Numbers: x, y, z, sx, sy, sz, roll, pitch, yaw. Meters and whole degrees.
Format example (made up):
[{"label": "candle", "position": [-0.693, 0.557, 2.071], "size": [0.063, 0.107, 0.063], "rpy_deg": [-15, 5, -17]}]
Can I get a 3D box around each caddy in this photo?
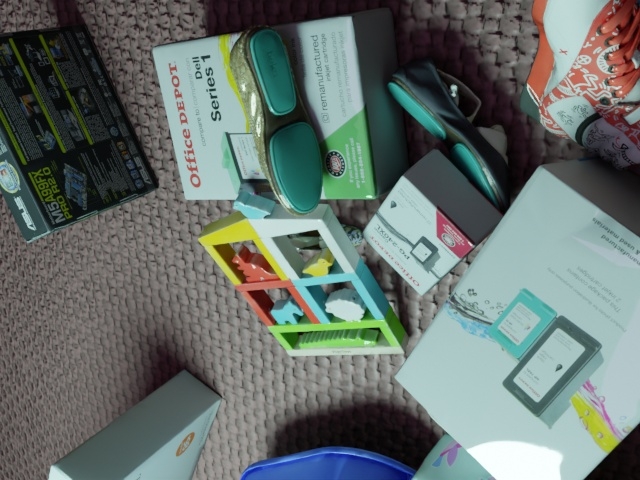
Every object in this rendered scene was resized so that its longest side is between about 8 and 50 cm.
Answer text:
[{"label": "caddy", "position": [0.019, 0.411, 1.011], "size": [0.341, 0.179, 0.241], "rpy_deg": [-23, 120, 36]}]

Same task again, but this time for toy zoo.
[{"label": "toy zoo", "position": [-0.028, 0.048, 0.900], "size": [0.192, 0.030, 0.293], "rpy_deg": [-8, 131, 33]}]

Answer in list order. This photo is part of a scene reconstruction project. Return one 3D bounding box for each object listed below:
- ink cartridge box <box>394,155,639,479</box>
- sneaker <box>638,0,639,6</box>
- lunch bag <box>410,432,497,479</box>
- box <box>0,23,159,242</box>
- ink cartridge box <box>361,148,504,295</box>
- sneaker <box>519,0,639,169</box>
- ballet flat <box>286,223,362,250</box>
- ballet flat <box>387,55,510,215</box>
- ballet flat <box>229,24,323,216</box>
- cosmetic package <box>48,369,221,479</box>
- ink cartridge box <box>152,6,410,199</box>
[{"label": "ink cartridge box", "position": [0.250, 0.084, 0.687], "size": [0.197, 0.198, 0.270], "rpy_deg": [43, 122, 24]}, {"label": "sneaker", "position": [0.324, -0.205, 0.634], "size": [0.228, 0.087, 0.092], "rpy_deg": [55, 143, 1]}, {"label": "lunch bag", "position": [0.228, 0.328, 0.758], "size": [0.279, 0.108, 0.224], "rpy_deg": [35, 158, 20]}, {"label": "box", "position": [-0.372, -0.159, 0.984], "size": [0.060, 0.216, 0.270], "rpy_deg": [-17, 101, 36]}, {"label": "ink cartridge box", "position": [0.123, -0.015, 0.801], "size": [0.109, 0.063, 0.150], "rpy_deg": [46, 152, 9]}, {"label": "sneaker", "position": [0.259, -0.157, 0.597], "size": [0.145, 0.270, 0.090], "rpy_deg": [40, 80, 21]}, {"label": "ballet flat", "position": [0.000, 0.000, 0.933], "size": [0.114, 0.041, 0.041], "rpy_deg": [1, 110, 31]}, {"label": "ballet flat", "position": [0.160, -0.120, 0.768], "size": [0.203, 0.074, 0.074], "rpy_deg": [51, 126, 1]}, {"label": "ballet flat", "position": [-0.049, -0.127, 0.759], "size": [0.067, 0.073, 0.206], "rpy_deg": [7, 113, 57]}, {"label": "cosmetic package", "position": [-0.327, 0.431, 1.158], "size": [0.097, 0.284, 0.377], "rpy_deg": [32, 123, 15]}, {"label": "ink cartridge box", "position": [-0.048, -0.157, 0.848], "size": [0.278, 0.117, 0.201], "rpy_deg": [1, 110, 30]}]
